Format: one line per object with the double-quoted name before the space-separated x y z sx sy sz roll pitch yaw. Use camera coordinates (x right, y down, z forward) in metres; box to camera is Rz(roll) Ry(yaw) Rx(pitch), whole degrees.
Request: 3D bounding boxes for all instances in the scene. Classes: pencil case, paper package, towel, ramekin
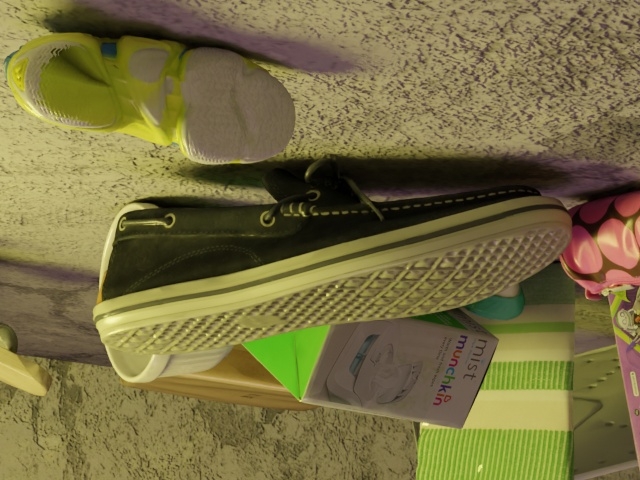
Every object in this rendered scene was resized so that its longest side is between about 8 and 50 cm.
"pencil case" 0.321 -0.001 1.614 0.095 0.098 0.209 11 167 -25
"paper package" -0.114 0.140 2.402 0.310 0.168 0.325 8 170 -12
"towel" 0.217 0.196 2.084 0.038 0.324 0.248 8 171 -44
"ramekin" -0.170 0.061 1.945 0.109 0.207 0.207 2 172 -28

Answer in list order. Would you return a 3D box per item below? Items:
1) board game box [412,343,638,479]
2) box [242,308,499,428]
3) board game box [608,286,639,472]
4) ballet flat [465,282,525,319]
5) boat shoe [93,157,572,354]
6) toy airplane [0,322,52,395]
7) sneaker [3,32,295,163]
"board game box" 0.329 0.265 2.338 0.390 0.050 0.390 -15 -164 4
"box" 0.033 0.099 1.944 0.231 0.126 0.262 13 -166 -32
"board game box" 0.428 0.150 1.803 0.208 0.346 0.056 -2 -156 27
"ballet flat" 0.172 0.034 1.930 0.247 0.083 0.087 15 138 -40
"boat shoe" 0.000 0.000 1.676 0.500 0.156 0.187 -11 158 21
"toy airplane" -0.611 0.098 2.352 0.384 0.272 0.386 -10 127 22
"sneaker" -0.141 -0.122 1.333 0.240 0.091 0.126 13 -174 -33
